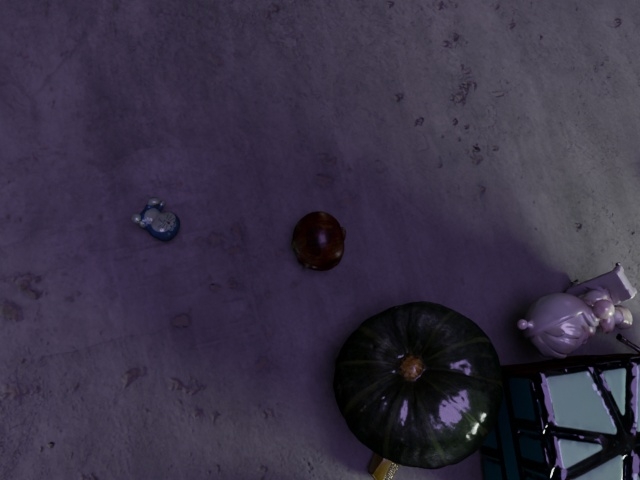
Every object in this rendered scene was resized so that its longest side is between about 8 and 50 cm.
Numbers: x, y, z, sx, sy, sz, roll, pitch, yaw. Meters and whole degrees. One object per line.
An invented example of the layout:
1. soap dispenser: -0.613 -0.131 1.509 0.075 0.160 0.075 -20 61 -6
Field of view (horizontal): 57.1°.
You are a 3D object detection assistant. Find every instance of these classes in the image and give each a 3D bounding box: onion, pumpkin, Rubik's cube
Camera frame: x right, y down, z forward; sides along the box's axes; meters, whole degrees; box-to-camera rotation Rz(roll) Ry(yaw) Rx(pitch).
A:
1. onion: 0.000 0.000 1.148 0.118 0.118 0.117 -24 81 -13
2. pumpkin: 0.174 0.257 1.063 0.300 0.207 0.300 -6 63 13
3. Rubik's cube: 0.470 0.359 1.074 0.293 0.283 0.289 -3 80 -7

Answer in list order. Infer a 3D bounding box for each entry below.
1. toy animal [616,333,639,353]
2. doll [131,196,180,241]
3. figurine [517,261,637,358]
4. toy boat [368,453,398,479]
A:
1. toy animal: 0.712 0.255 1.159 0.260 0.243 0.087 32 112 -15
2. doll: -0.309 -0.038 1.128 0.083 0.050 0.076 32 58 -2
3. figurine: 0.501 0.146 1.160 0.256 0.182 0.145 -19 97 -32
4. toy boat: 0.144 0.398 1.133 0.049 0.047 0.149 34 79 -17
